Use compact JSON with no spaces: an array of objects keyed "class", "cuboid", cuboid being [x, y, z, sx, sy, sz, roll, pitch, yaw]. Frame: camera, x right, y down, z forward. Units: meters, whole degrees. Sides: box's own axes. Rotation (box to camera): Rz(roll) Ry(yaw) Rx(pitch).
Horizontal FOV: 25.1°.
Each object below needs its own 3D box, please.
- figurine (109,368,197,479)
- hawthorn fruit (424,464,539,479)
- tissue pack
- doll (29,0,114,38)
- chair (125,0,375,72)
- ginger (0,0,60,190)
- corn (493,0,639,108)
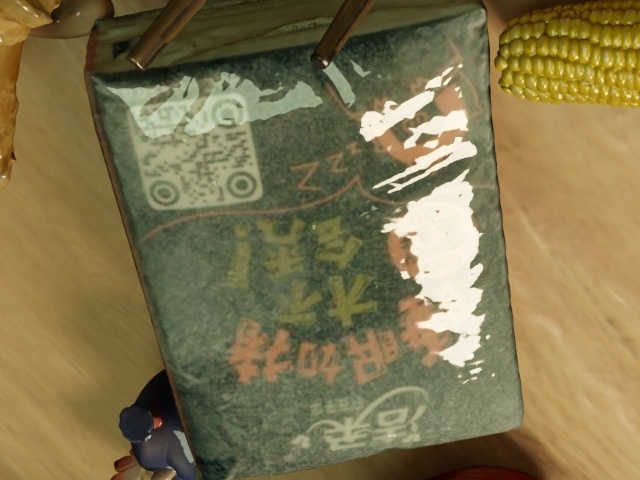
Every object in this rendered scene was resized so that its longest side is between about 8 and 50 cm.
[{"class":"figurine","cuboid":[-0.107,0.161,1.090,0.102,0.111,0.195,28,133,-2]},{"class":"hawthorn fruit","cuboid":[0.072,0.290,1.042,0.266,0.230,0.210,-30,105,38]},{"class":"tissue pack","cuboid":[0.000,0.000,0.888,0.228,0.103,0.315,-9,124,3]},{"class":"doll","cuboid":[-0.206,-0.170,0.873,0.278,0.119,0.154,-28,85,24]},{"class":"chair","cuboid":[-0.018,-0.229,0.671,0.166,0.272,0.188,8,145,50]},{"class":"ginger","cuboid":[-0.214,-0.154,0.763,0.219,0.123,0.270,18,106,39]},{"class":"corn","cuboid":[0.200,-0.103,0.791,0.206,0.067,0.067,1,126,22]}]
